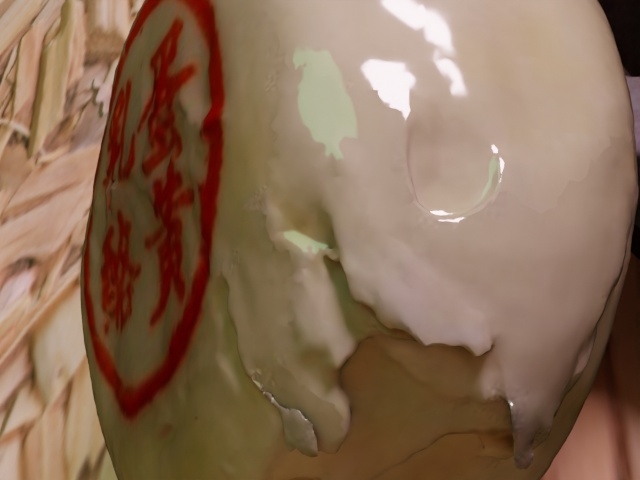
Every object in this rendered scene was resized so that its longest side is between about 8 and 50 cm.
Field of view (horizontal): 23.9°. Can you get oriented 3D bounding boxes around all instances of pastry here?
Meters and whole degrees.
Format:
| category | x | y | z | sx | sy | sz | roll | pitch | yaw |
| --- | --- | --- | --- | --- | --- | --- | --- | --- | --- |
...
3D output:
| category | x | y | z | sx | sy | sz | roll | pitch | yaw |
| --- | --- | --- | --- | --- | --- | --- | --- | --- | --- |
| pastry | 0.001 | -0.001 | 0.533 | 0.265 | 0.133 | 0.265 | -19 | 69 | 62 |

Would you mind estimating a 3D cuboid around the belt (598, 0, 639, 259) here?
| category | x | y | z | sx | sy | sz | roll | pitch | yaw |
| --- | --- | --- | --- | --- | --- | --- | --- | --- | --- |
| belt | 0.185 | -0.072 | 0.520 | 0.261 | 0.105 | 0.184 | -4 | 49 | 46 |
